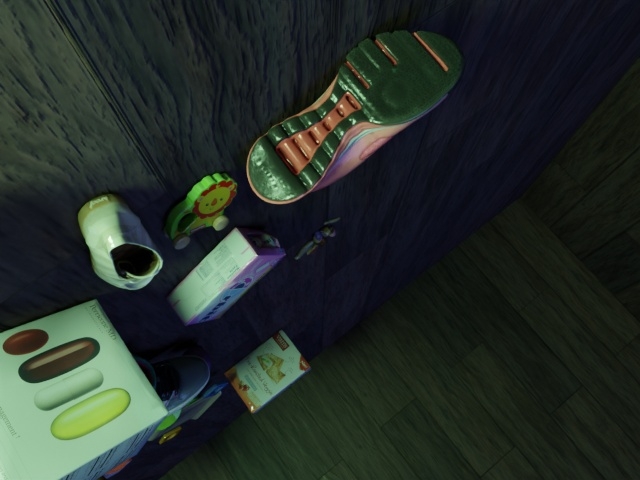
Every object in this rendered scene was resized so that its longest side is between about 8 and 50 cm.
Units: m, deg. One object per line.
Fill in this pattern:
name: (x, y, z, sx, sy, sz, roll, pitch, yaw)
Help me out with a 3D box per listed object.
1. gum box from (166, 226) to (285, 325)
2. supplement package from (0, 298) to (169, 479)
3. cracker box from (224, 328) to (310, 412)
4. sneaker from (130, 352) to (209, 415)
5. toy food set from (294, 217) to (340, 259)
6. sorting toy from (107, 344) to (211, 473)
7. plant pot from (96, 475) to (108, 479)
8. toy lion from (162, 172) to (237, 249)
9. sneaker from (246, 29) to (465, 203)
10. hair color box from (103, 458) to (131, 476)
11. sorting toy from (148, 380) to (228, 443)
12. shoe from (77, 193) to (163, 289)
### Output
gum box: (-0.155, 0.057, 0.956, 0.188, 0.062, 0.107, -43, 165, 15)
supplement package: (-0.344, 0.216, 0.713, 0.203, 0.194, 0.149, -23, 159, -48)
cracker box: (-0.166, 0.418, 1.812, 0.232, 0.156, 0.067, -37, 164, -10)
sneaker: (-0.319, 0.266, 1.058, 0.295, 0.124, 0.178, -17, 162, -40)
toy food set: (0.000, 0.000, 1.246, 0.078, 0.019, 0.122, -21, 157, -50)
sorting toy: (-0.389, 0.359, 1.276, 0.365, 0.127, 0.126, -42, -166, 2)
plant pot: (-0.621, 0.703, 1.492, 0.205, 0.188, 0.205, -37, 166, -11)
toy lion: (-0.154, -0.044, 0.736, 0.100, 0.034, 0.096, -30, 156, -31)
sneaker: (0.043, -0.162, 0.754, 0.314, 0.116, 0.136, -34, 176, 7)
hair color box: (-0.630, 0.668, 1.654, 0.072, 0.043, 0.141, -44, 166, 17)
sorting toy: (-0.420, 0.519, 1.720, 0.348, 0.047, 0.196, -48, 159, 29)
shoe: (-0.232, 0.022, 0.675, 0.076, 0.058, 0.219, -34, 164, -18)
